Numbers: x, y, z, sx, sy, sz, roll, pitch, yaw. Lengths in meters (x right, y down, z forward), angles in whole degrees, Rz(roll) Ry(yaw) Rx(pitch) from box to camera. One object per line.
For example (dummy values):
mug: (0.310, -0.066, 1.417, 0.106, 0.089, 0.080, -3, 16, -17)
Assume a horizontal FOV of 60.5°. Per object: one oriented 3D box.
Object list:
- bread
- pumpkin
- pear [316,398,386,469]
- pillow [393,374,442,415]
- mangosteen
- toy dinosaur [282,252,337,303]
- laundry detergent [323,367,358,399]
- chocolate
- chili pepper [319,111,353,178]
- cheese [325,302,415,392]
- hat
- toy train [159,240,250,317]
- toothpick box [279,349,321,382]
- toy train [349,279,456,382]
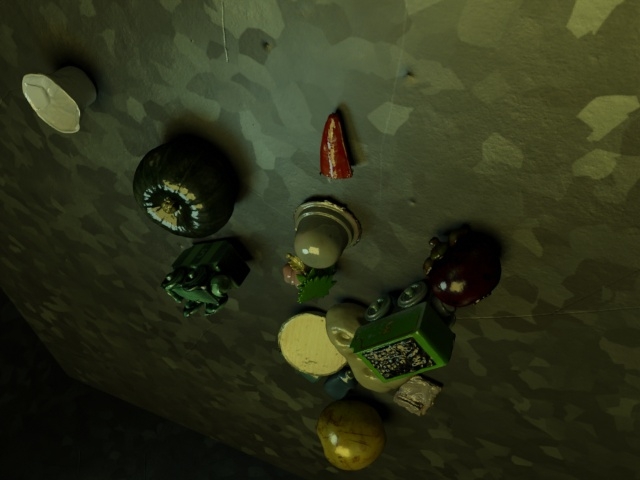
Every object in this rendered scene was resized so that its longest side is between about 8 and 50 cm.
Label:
bread: (-0.022, 0.362, 1.937, 0.266, 0.040, 0.267, 4, 112, 11)
pumpkin: (-0.391, -0.135, 1.578, 0.300, 0.207, 0.300, 11, 136, 10)
pear: (0.124, 0.767, 2.182, 0.280, 0.281, 0.281, 18, 140, 16)
pillow: (0.344, 0.563, 1.985, 0.135, 0.049, 0.248, 27, 139, 12)
mangosteen: (0.344, 0.065, 1.360, 0.199, 0.200, 0.200, 18, 140, 16)
toy dinosaur: (-0.040, 0.094, 1.696, 0.177, 0.152, 0.194, 52, 149, 38)
laundry detergent: (0.085, 0.549, 2.131, 0.096, 0.061, 0.206, 38, 141, 5)
chocolate: (-0.008, 0.001, 1.527, 0.221, 0.147, 0.221, 21, 144, 16)
chili pepper: (0.035, -0.231, 1.316, 0.088, 0.065, 0.169, 12, 135, 21)
cheese: (0.155, 0.377, 1.837, 0.350, 0.130, 0.328, 25, 141, 6)
hat: (-0.722, -0.416, 1.554, 0.203, 0.126, 0.203, 18, 140, 16)
toy train: (-0.385, 0.125, 1.832, 0.299, 0.238, 0.167, -5, 130, 39)
toothpick box: (-0.061, 0.436, 2.056, 0.184, 0.120, 0.120, 38, 141, -4)
toy train: (0.237, 0.262, 1.553, 0.307, 0.249, 0.173, -29, 111, 39)
